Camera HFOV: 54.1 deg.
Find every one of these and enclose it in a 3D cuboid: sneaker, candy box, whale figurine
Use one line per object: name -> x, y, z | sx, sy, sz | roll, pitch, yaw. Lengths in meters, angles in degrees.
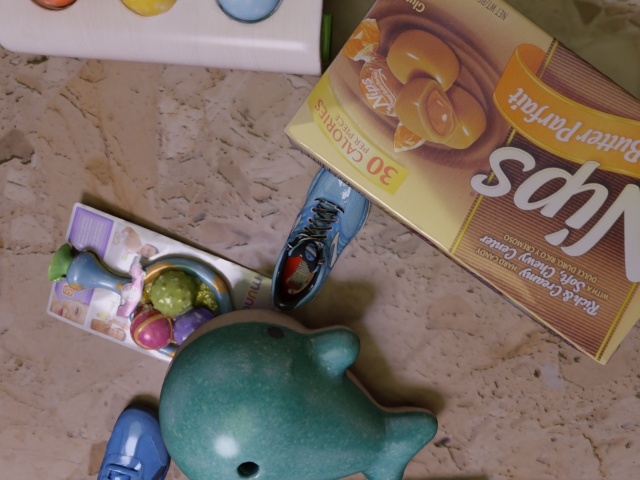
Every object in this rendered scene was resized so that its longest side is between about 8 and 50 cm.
sneaker -> -0.222, 0.286, 0.698 | 0.069, 0.082, 0.209 | 18, 106, 6
sneaker -> 0.000, 0.000, 0.586 | 0.063, 0.073, 0.162 | 24, 103, 2
candy box -> 0.149, -0.067, 0.519 | 0.316, 0.087, 0.183 | 36, 94, -2
whale figurine -> -0.019, 0.180, 0.594 | 0.272, 0.141, 0.216 | 25, 112, -13

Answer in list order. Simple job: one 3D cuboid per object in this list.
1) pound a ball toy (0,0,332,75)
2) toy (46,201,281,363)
pound a ball toy -> -0.145, -0.251, 0.510 | 0.319, 0.136, 0.208 | 7, 106, 7
toy -> -0.168, 0.069, 0.642 | 0.237, 0.056, 0.137 | 23, 108, 3
